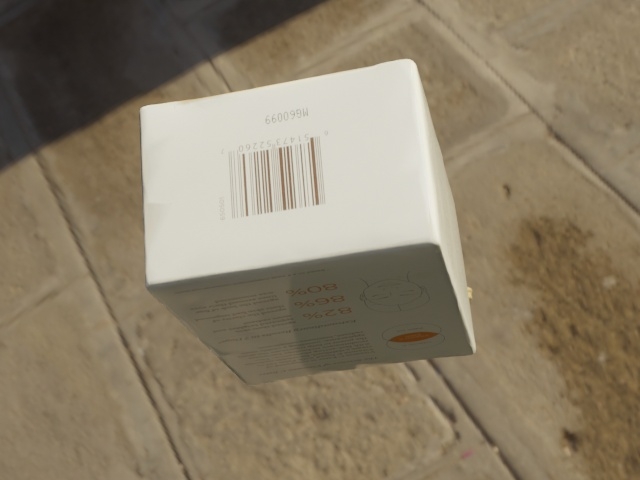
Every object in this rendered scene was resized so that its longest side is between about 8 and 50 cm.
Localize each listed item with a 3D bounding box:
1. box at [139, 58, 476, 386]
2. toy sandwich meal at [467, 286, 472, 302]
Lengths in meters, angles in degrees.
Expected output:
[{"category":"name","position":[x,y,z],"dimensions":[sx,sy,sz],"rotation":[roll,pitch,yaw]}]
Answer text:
[{"category":"box","position":[0.000,0.000,0.603],"dimensions":[0.130,0.170,0.091],"rotation":[-9,68,9]},{"category":"toy sandwich meal","position":[0.098,0.064,1.098],"dimensions":[0.085,0.085,0.029],"rotation":[-37,72,-8]}]
